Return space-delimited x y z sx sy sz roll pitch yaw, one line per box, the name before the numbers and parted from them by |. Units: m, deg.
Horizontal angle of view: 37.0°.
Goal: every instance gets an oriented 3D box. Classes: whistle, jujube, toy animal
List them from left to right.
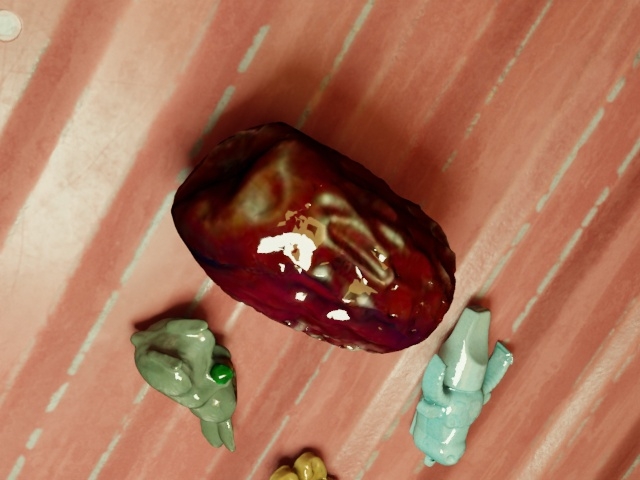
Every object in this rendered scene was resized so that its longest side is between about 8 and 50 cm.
toy animal | -0.170 0.197 1.344 0.108 0.138 0.236 -64 151 -27
jujube | 0.000 0.000 1.213 0.377 0.258 0.258 23 104 -27
whistle | 0.205 0.229 1.477 0.186 0.093 0.274 -3 114 -46

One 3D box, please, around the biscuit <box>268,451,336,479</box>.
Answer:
biscuit | -0.032 0.470 1.489 0.202 0.044 0.288 -14 116 -44
